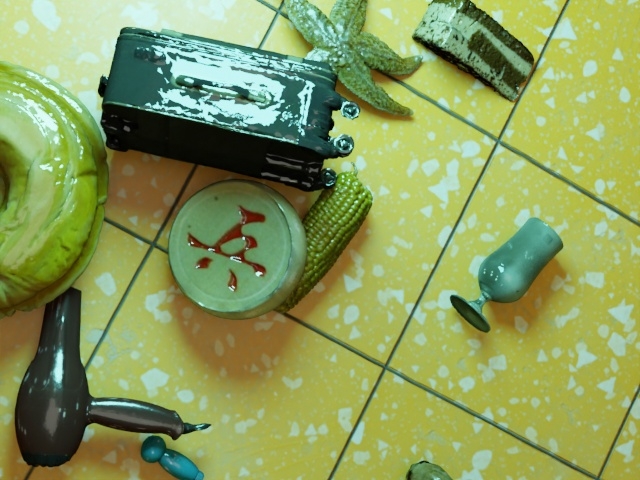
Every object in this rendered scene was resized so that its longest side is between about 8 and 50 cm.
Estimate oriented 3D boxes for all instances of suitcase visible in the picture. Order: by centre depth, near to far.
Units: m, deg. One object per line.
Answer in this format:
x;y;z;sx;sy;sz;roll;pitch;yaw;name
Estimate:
-0.160;-0.222;1.738;0.434;0.283;0.194;10;77;-4;suitcase

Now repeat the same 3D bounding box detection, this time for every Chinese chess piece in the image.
-0.146;0.015;1.802;0.250;0.103;0.249;-1;84;13;Chinese chess piece

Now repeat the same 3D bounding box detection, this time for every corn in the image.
0.000;0.000;1.882;0.101;0.101;0.310;34;83;-10;corn

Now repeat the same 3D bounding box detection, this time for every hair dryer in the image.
-0.350;0.256;1.792;0.340;0.123;0.312;11;76;-13;hair dryer

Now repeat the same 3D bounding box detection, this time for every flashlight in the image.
-0.266;0.398;1.834;0.129;0.051;0.051;36;81;-11;flashlight

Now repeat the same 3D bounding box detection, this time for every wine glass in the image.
0.362;0.063;1.962;0.231;0.103;0.103;-43;98;-13;wine glass

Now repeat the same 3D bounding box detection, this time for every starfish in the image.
0.030;-0.357;1.905;0.327;0.094;0.375;-38;102;-13;starfish

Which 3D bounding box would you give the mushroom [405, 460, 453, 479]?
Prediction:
0.232;0.561;1.846;0.254;0.267;0.267;45;80;-8;mushroom

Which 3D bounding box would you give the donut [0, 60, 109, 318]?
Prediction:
-0.570;-0.087;1.706;0.449;0.198;0.448;0;87;-11;donut

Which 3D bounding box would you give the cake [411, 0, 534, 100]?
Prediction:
0.294;-0.383;1.992;0.246;0.135;0.112;26;95;-40;cake
